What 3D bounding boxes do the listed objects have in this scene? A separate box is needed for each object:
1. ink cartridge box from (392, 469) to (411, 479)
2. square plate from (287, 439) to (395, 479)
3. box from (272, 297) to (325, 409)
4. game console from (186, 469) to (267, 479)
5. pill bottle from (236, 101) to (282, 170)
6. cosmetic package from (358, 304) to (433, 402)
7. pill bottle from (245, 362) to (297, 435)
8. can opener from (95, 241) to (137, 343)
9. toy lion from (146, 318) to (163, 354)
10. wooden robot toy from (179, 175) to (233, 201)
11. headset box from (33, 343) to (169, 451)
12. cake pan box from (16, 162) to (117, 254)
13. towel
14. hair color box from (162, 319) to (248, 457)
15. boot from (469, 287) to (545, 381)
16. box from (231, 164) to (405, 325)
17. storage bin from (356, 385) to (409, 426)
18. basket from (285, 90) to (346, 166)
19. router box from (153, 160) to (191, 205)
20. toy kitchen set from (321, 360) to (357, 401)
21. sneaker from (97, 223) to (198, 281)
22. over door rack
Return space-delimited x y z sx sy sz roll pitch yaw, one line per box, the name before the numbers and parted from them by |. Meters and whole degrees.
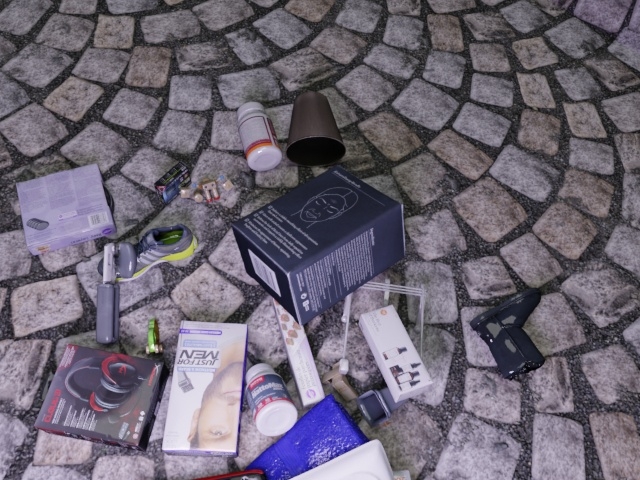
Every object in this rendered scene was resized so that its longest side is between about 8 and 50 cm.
ink cartridge box | 0.157 0.681 1.367 0.153 0.087 0.208 -3 60 -7
square plate | 0.045 0.680 1.250 0.347 0.049 0.344 -21 86 -10
box | -0.065 0.307 1.571 0.063 0.067 0.324 -13 62 -12
game console | -0.273 0.752 1.273 0.342 0.060 0.386 -7 69 -5
pill bottle | -0.213 -0.356 1.895 0.121 0.121 0.221 -12 62 -12
cosmetic package | 0.193 0.290 1.459 0.099 0.060 0.239 -15 56 -17
pill bottle | -0.136 0.407 1.450 0.108 0.108 0.180 -17 31 -14
can opener | -0.568 0.144 1.553 0.095 0.076 0.283 -2 83 4
toy lion | -0.461 0.265 1.541 0.034 0.100 0.096 -8 81 -7
wooden robot toy | -0.375 -0.171 1.824 0.173 0.076 0.079 -18 29 -14
headset box | -0.570 0.404 1.443 0.293 0.110 0.218 11 61 1
cake pan box | -0.786 -0.104 1.734 0.267 0.070 0.246 -19 66 -15
towel | -0.023 0.558 1.365 0.308 0.076 0.227 -41 64 -4
hair color box | -0.297 0.390 1.479 0.185 0.110 0.339 3 62 -5
boot | 0.590 0.274 1.629 0.246 0.094 0.207 -25 62 -11
box | 0.000 0.000 1.608 0.395 0.212 0.293 -31 45 -22
storage bin | 0.173 0.435 1.486 0.091 0.135 0.098 -21 72 -26
basket | -0.023 -0.389 1.919 0.204 0.154 0.227 -2 58 -3
router box | -0.474 -0.183 1.791 0.038 0.092 0.122 36 64 14
toy kitchen set | 0.053 0.398 1.554 0.068 0.075 0.083 -32 23 18
sneaker | -0.517 0.022 1.655 0.300 0.121 0.111 -25 66 -17
over door rack | 0.178 0.257 1.588 0.239 0.108 0.324 7 52 1
